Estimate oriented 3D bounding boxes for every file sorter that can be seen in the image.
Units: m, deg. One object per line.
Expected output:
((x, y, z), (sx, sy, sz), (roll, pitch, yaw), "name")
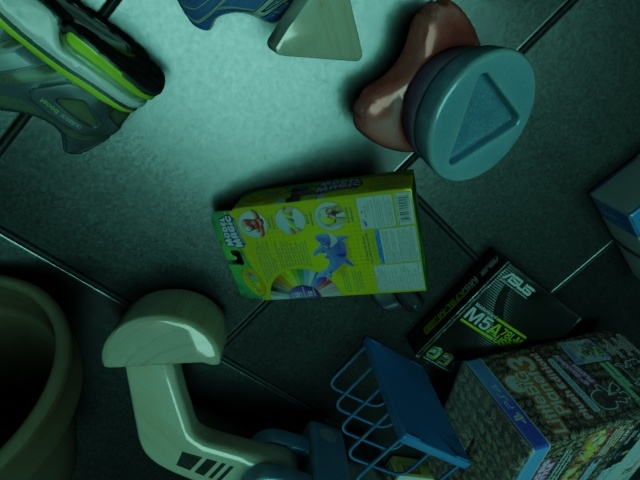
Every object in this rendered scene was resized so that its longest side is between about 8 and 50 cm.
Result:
((0.095, 0.242, 0.639), (0.118, 0.170, 0.104), (31, 109, -25), "file sorter")

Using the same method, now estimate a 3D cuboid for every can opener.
((0.075, 0.023, 0.582), (0.073, 0.059, 0.186), (-30, 120, 4), "can opener")

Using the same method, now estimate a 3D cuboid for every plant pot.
((-0.366, 0.205, 0.487), (0.263, 0.263, 0.229), (-5, 134, -10), "plant pot")

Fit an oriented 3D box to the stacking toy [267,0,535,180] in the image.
((0.135, -0.203, 0.395), (0.280, 0.130, 0.309), (12, 116, -39), "stacking toy")

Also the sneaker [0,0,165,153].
((-0.285, -0.177, 0.372), (0.300, 0.111, 0.121), (36, 109, -24), "sneaker")

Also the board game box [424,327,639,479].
((0.334, 0.280, 0.691), (0.291, 0.141, 0.232), (-5, 125, -21), "board game box")

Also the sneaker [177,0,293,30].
((-0.033, -0.249, 0.419), (0.211, 0.080, 0.081), (-15, 146, -8), "sneaker")

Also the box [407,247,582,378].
((0.254, 0.129, 0.687), (0.191, 0.045, 0.184), (33, 109, -27), "box")

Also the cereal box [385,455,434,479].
((0.155, 0.498, 0.854), (0.173, 0.047, 0.240), (16, 112, -20), "cereal box")

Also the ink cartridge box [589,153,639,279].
((0.477, -0.031, 0.634), (0.140, 0.082, 0.191), (-40, 120, 9), "ink cartridge box")

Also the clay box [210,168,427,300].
((0.000, 0.000, 0.526), (0.222, 0.053, 0.127), (-4, 121, 17), "clay box")

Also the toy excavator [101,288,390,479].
((-0.094, 0.322, 0.611), (0.445, 0.222, 0.432), (21, 105, -11), "toy excavator")
